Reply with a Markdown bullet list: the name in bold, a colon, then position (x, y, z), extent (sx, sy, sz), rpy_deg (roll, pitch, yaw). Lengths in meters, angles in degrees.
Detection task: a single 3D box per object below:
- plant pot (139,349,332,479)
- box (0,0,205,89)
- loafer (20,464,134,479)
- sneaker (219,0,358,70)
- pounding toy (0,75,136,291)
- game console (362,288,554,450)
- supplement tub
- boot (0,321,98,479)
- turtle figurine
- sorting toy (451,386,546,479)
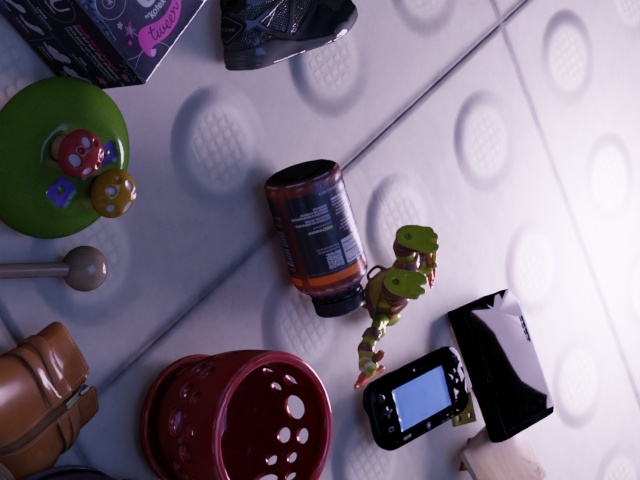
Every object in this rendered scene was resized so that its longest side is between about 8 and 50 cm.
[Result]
- **plant pot**: position (-0.110, 0.221, 1.578), extent (0.191, 0.174, 0.191), rpy_deg (-2, 92, -46)
- **box**: position (-0.219, -0.308, 1.483), extent (0.163, 0.142, 0.247), rpy_deg (51, 57, -33)
- **loafer**: position (-0.236, 0.313, 1.451), extent (0.302, 0.095, 0.109), rpy_deg (21, 92, -61)
- **sneaker**: position (-0.041, -0.308, 1.705), extent (0.227, 0.087, 0.130), rpy_deg (-25, 115, -37)
- **pounding toy**: position (-0.265, -0.052, 1.426), extent (0.183, 0.110, 0.237), rpy_deg (5, 102, -47)
- **game console**: position (0.203, 0.220, 1.968), extent (0.361, 0.044, 0.213), rpy_deg (-21, 92, -40)
- **supplement tub**: position (0.000, 0.000, 1.740), extent (0.106, 0.106, 0.198), rpy_deg (-32, 114, -41)
- **boot**: position (-0.333, 0.150, 1.377), extent (0.220, 0.109, 0.283), rpy_deg (-46, 132, -41)
- **turtle figurine**: position (0.105, 0.060, 1.818), extent (0.087, 0.217, 0.269), rpy_deg (30, 63, 7)
- **sorting toy**: position (0.268, 0.341, 2.049), extent (0.132, 0.046, 0.274), rpy_deg (-38, 103, -39)
